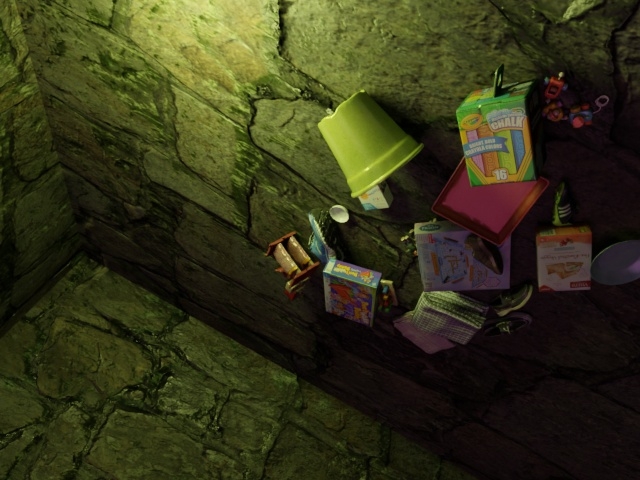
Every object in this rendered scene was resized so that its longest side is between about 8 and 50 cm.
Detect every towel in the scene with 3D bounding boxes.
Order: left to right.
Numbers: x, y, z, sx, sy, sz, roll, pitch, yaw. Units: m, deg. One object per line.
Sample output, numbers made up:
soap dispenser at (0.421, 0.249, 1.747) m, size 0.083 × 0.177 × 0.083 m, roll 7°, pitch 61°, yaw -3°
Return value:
towel at (0.496, 0.445, 2.195) m, size 0.282 × 0.049 × 0.187 m, roll 38°, pitch 143°, yaw -10°
towel at (0.552, 0.330, 1.966) m, size 0.284 × 0.121 × 0.235 m, roll 21°, pitch 143°, yaw 12°

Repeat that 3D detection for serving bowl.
serving bowl at (0.081, -0.114, 1.854) m, size 0.083 × 0.027 × 0.083 m, roll 19°, pitch 142°, yaw 15°

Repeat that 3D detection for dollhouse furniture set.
dollhouse furniture set at (-0.158, 0.148, 2.164) m, size 0.201 × 0.152 × 0.374 m, roll 51°, pitch 149°, yaw 15°

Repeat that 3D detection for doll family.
doll family at (0.406, -0.006, 1.724) m, size 0.111 × 0.076 × 0.193 m, roll 48°, pitch 137°, yaw -15°

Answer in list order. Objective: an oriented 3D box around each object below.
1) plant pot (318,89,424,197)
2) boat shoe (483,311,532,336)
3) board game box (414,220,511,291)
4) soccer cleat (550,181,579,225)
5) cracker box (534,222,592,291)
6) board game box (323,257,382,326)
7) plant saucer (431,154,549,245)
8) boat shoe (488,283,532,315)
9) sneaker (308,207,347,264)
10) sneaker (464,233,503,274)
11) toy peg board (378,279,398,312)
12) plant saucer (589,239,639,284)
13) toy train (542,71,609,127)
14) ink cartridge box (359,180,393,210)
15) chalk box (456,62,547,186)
plant pot at (0.136, -0.316, 1.427) m, size 0.253 × 0.276 × 0.276 m, roll 52°, pitch 139°, yaw -8°
boat shoe at (0.774, 0.358, 1.889) m, size 0.078 × 0.070 × 0.219 m, roll 40°, pitch 142°, yaw -12°
board game box at (0.520, 0.059, 1.661) m, size 0.318 × 0.065 × 0.318 m, roll -4°, pitch 133°, yaw 16°
soccer cleat at (0.750, -0.112, 1.390) m, size 0.073 × 0.060 × 0.178 m, roll 1°, pitch 141°, yaw 20°
cracker box at (0.794, 0.060, 1.493) m, size 0.156 × 0.067 × 0.232 m, roll -6°, pitch 124°, yaw 21°
board game box at (0.139, 0.235, 2.014) m, size 0.234 × 0.078 × 0.347 m, roll 16°, pitch 145°, yaw 15°
plant saucer at (0.528, -0.147, 1.443) m, size 0.259 × 0.047 × 0.258 m, roll 28°, pitch 121°, yaw 2°
boat shoe at (0.729, 0.226, 1.763) m, size 0.074 × 0.080 × 0.223 m, roll 24°, pitch 147°, yaw 0°
sneaker at (0.000, 0.000, 1.956) m, size 0.147 × 0.129 × 0.329 m, roll 5°, pitch 136°, yaw 27°
sneaker at (0.562, 0.047, 1.561) m, size 0.071 × 0.066 × 0.188 m, roll -12°, pitch 126°, yaw 44°
toy peg board at (0.262, 0.259, 2.115) m, size 0.161 × 0.079 × 0.160 m, roll 6°, pitch 137°, yaw 28°
plant saucer at (0.945, 0.061, 1.432) m, size 0.195 × 0.037 × 0.194 m, roll 2°, pitch 130°, yaw 2°
toy train at (0.646, -0.354, 1.186) m, size 0.166 × 0.046 × 0.125 m, roll 25°, pitch 143°, yaw 8°
ink cartridge box at (0.180, -0.200, 1.661) m, size 0.104 × 0.061 × 0.181 m, roll -6°, pitch 129°, yaw 38°
chalk box at (0.481, -0.314, 1.214) m, size 0.179 × 0.180 × 0.288 m, roll -2°, pitch 118°, yaw 36°
